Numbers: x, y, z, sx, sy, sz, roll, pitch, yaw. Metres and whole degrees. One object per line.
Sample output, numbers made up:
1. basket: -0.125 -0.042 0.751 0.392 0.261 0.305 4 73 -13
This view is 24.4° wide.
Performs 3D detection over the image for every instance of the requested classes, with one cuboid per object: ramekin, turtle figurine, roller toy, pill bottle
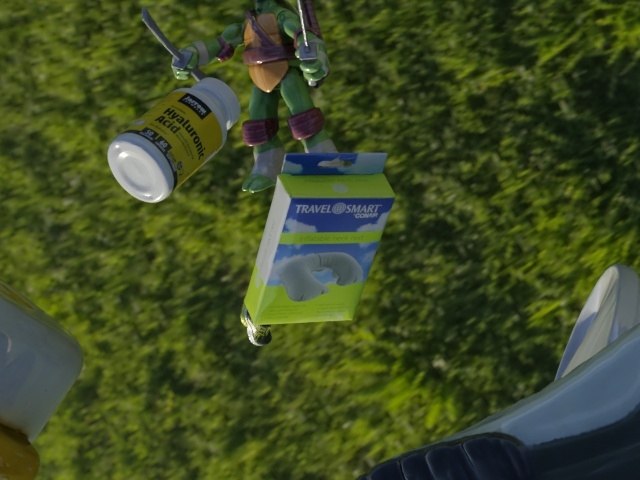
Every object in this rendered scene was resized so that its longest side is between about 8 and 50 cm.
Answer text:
1. ramekin: 0.364 0.173 1.758 0.127 0.273 0.273 19 120 0
2. turtle figurine: -0.082 -0.187 1.779 0.198 0.275 0.266 -13 103 5
3. roller toy: -0.274 0.084 1.023 0.209 0.191 0.146 35 86 -8
4. pill bottle: -0.119 -0.088 1.242 0.065 0.116 0.065 22 136 23

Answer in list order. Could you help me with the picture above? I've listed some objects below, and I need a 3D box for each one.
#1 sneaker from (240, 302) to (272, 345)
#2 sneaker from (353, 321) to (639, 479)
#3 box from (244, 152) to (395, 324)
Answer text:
1. sneaker: -0.076 0.110 1.906 0.035 0.031 0.083 0 147 22
2. sneaker: 0.172 0.064 0.446 0.410 0.182 0.158 -34 66 33
3. box: 0.000 0.000 1.390 0.042 0.109 0.178 -117 34 -44
